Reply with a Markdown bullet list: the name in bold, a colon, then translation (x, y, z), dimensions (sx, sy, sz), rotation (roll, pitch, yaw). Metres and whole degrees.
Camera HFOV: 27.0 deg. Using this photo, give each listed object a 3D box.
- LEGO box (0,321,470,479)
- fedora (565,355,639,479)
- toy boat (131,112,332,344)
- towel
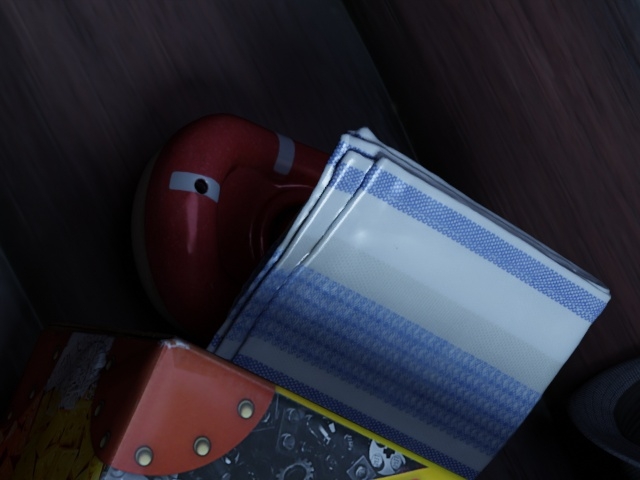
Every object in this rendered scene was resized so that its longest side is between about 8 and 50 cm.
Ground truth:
- **LEGO box**: translation (0.018, 0.312, 0.691), dimensions (0.500, 0.193, 0.372), rotation (29, 75, -25)
- **fedora**: translation (0.313, 0.176, 0.994), dimensions (0.275, 0.244, 0.124), rotation (-21, 118, -46)
- **toy boat**: translation (0.000, 0.000, 0.842), dimensions (0.231, 0.151, 0.151), rotation (20, 66, -29)
- **towel**: translation (0.020, 0.092, 0.799), dimensions (0.209, 0.034, 0.285), rotation (28, 105, -24)
